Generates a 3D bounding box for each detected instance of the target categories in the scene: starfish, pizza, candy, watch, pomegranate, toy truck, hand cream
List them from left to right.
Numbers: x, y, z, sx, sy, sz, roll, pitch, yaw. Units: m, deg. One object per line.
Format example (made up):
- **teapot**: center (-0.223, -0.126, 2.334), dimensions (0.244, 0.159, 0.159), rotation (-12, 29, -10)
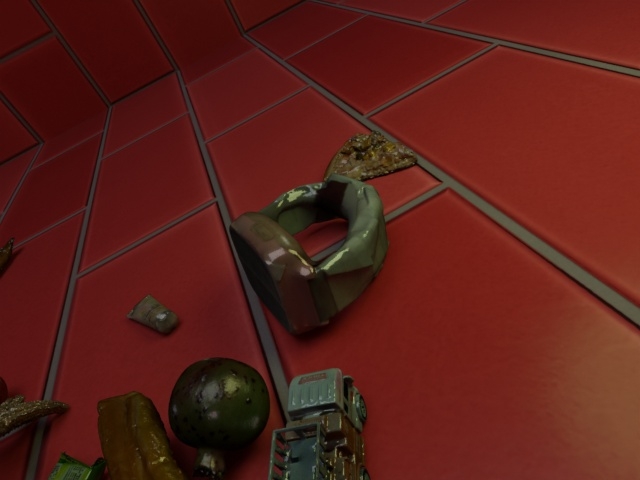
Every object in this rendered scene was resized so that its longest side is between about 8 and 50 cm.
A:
- **starfish**: center (-0.504, 0.279, 0.666), dimensions (0.227, 0.043, 0.240), rotation (-12, -1, -23)
- **candy**: center (-0.349, 0.364, 0.574), dimensions (0.102, 0.032, 0.178), rotation (-11, 41, 27)
- **hand cream**: center (-0.307, 0.132, 0.828), dimensions (0.143, 0.039, 0.061), rotation (9, 52, 46)
- **pomegranate**: center (-0.124, 0.204, 0.547), dimensions (0.130, 0.130, 0.130), rotation (-17, 37, 14)
- **toy truck**: center (-0.001, 0.212, 0.465), dimensions (0.080, 0.115, 0.178), rotation (-17, 36, 14)
- **watch**: center (0.000, 0.000, 0.717), dimensions (0.241, 0.162, 0.253), rotation (-27, 37, -20)
- **pizza**: center (0.105, -0.172, 0.920), dimensions (0.195, 0.052, 0.185), rotation (5, 51, 37)

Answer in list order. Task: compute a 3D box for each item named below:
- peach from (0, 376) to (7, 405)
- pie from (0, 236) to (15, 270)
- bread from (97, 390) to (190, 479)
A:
- **peach**: center (-0.602, 0.284, 0.787), dimensions (0.101, 0.101, 0.101), rotation (-17, 37, 14)
- **pie**: center (-0.931, 0.076, 1.295), dimensions (0.088, 0.033, 0.191), rotation (-25, 41, 17)
- **bread**: center (-0.176, 0.282, 0.488), dimensions (0.077, 0.139, 0.271), rotation (-13, 22, -34)
